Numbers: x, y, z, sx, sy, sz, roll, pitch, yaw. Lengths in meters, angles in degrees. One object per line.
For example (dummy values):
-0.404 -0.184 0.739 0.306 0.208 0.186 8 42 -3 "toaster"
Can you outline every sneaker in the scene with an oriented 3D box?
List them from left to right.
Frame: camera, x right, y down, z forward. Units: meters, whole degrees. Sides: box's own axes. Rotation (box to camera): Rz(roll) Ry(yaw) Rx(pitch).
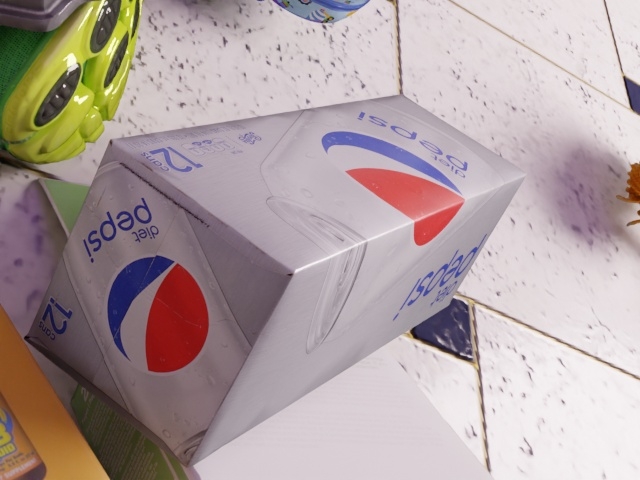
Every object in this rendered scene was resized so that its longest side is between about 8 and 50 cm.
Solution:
-0.158 -0.161 0.615 0.123 0.109 0.296 3 55 -7 "sneaker"

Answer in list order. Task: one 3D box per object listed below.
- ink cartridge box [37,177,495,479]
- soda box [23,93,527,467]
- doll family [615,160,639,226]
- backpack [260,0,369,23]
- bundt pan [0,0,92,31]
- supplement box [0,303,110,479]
-0.038 0.063 0.550 0.171 0.056 0.235 9 27 -38 "ink cartridge box"
0.000 0.000 0.533 0.091 0.098 0.286 35 23 17 "soda box"
0.325 -0.007 0.912 0.263 0.118 0.163 58 30 -14 "doll family"
-0.019 -0.219 0.757 0.173 0.117 0.158 40 39 -6 "backpack"
-0.193 -0.254 0.529 0.330 0.124 0.331 6 53 -9 "bundt pan"
-0.117 0.106 0.382 0.078 0.080 0.233 -20 73 -50 "supplement box"
